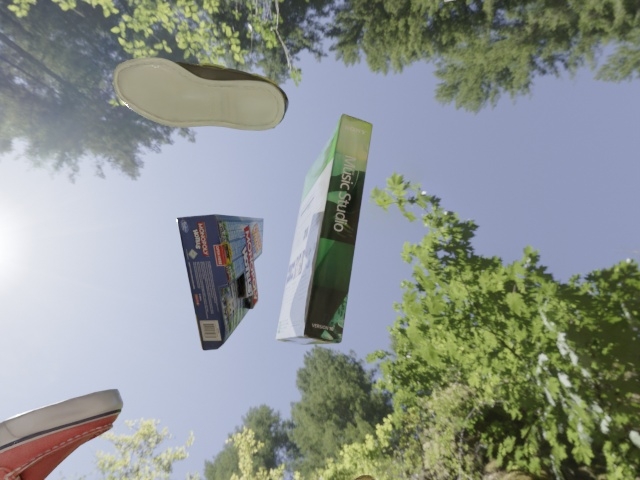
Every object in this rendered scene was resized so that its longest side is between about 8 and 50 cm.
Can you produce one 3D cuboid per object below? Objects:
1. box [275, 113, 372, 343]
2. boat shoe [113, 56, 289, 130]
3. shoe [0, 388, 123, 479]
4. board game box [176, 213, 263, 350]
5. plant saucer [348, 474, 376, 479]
[{"bbox_3d":[0.000,0.000,0.654,0.058,0.232,0.323,12,-106,-12],"label":"box"},{"bbox_3d":[-0.207,-0.259,0.732,0.304,0.091,0.109,10,-63,3],"label":"boat shoe"},{"bbox_3d":[-0.208,0.168,0.264,0.177,0.063,0.081,-23,-108,-8],"label":"shoe"},{"bbox_3d":[-0.135,0.036,0.640,0.060,0.194,0.195,-3,-75,11],"label":"board game box"},{"bbox_3d":[-0.064,0.431,0.371,0.332,0.081,0.334,-13,-92,-27],"label":"plant saucer"}]
